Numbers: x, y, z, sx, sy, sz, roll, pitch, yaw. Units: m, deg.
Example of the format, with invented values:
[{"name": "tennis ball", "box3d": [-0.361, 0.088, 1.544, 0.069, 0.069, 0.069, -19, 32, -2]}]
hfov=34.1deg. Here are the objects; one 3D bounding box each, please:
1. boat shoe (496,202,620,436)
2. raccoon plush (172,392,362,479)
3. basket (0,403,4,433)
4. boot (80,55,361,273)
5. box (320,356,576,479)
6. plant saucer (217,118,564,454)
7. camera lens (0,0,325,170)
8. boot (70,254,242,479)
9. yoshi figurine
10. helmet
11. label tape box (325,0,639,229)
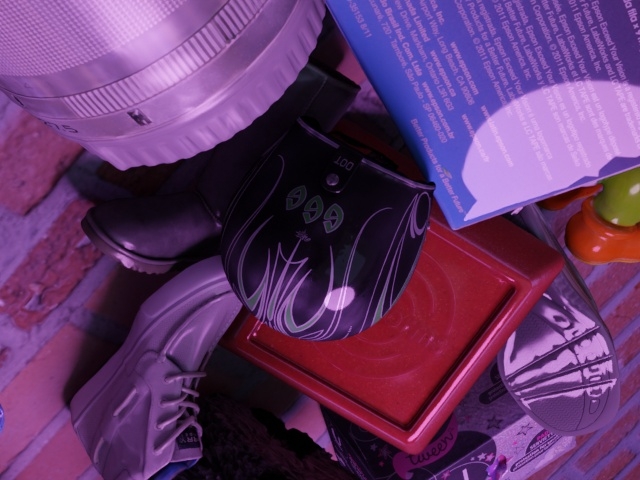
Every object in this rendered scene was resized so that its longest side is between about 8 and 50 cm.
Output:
[{"name": "boat shoe", "box3d": [0.216, 0.056, 1.059, 0.118, 0.103, 0.320, -24, 108, 22]}, {"name": "raccoon plush", "box3d": [-0.117, 0.328, 0.972, 0.299, 0.216, 0.446, -56, 176, 2]}, {"name": "basket", "box3d": [-0.341, 0.182, 0.719, 0.201, 0.289, 0.254, 22, 107, -50]}, {"name": "boot", "box3d": [-0.077, -0.069, 0.859, 0.208, 0.076, 0.190, -51, 152, 22]}, {"name": "box", "box3d": [0.150, 0.212, 1.197, 0.247, 0.163, 0.142, -30, 139, -12]}, {"name": "plant saucer", "box3d": [0.057, 0.060, 0.979, 0.258, 0.047, 0.259, 31, 107, -9]}, {"name": "camera lens", "box3d": [-0.141, -0.199, 0.590, 0.219, 0.219, 0.274, -40, 138, -1]}, {"name": "boot", "box3d": [-0.124, 0.134, 0.917, 0.095, 0.123, 0.258, -1, 141, -46]}, {"name": "yoshi figurine", "box3d": [0.324, -0.159, 0.975, 0.362, 0.204, 0.203, 99, 13, -45]}, {"name": "helmet", "box3d": [0.000, 0.000, 0.817, 0.169, 0.169, 0.161, 18, 104, -44]}, {"name": "label tape box", "box3d": [0.207, -0.182, 0.789, 0.348, 0.115, 0.249, -21, 122, 18]}]
